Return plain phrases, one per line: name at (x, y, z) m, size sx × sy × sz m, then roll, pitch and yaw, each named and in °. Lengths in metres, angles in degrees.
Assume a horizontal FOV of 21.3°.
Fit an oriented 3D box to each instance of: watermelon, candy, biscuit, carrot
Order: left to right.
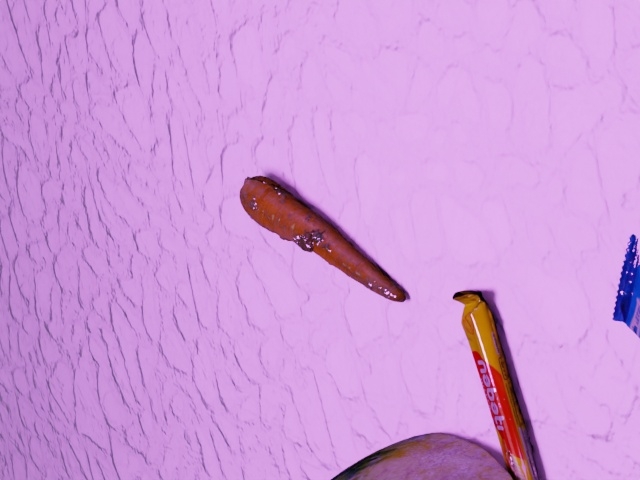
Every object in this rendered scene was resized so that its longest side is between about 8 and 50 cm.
carrot at (0.000, 0.000, 1.716) m, size 0.254 × 0.049 × 0.049 m, roll 35°, pitch 130°, yaw 39°
watermelon at (0.083, 0.299, 1.630) m, size 0.310 × 0.193 × 0.231 m, roll -10°, pitch 73°, yaw 47°
biscuit at (0.175, 0.184, 1.539) m, size 0.048 × 0.026 × 0.291 m, roll 154°, pitch 100°, yaw -76°
candy at (0.285, 0.060, 1.316) m, size 0.136 × 0.038 × 0.088 m, roll 33°, pitch 132°, yaw 34°
